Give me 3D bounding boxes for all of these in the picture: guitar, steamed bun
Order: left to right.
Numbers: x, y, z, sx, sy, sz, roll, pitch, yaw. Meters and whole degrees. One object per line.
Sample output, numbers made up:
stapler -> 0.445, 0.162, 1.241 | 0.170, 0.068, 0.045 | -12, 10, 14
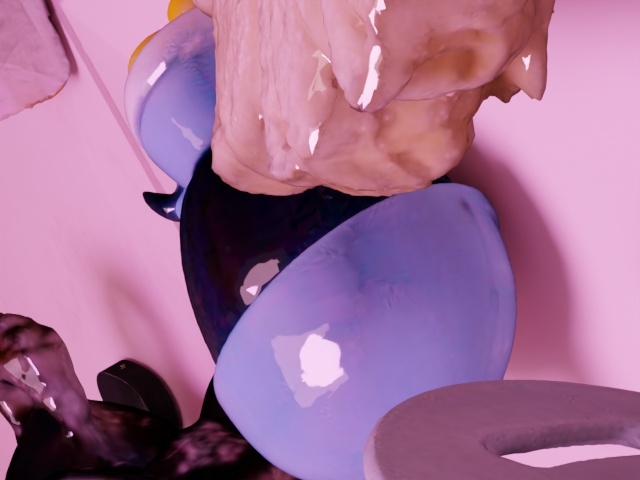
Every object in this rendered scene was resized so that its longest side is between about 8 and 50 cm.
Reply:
guitar -> -0.114, 0.199, 1.553 | 0.088, 0.025, 0.233 | 13, 128, 57
steamed bun -> 0.030, -0.150, 0.750 | 0.292, 0.137, 0.295 | -123, 31, -57

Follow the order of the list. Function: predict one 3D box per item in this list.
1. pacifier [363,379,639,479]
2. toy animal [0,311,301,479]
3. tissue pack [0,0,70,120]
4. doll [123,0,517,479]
pacifier -> 0.163, 0.076, 0.683 | 0.343, 0.288, 0.269 | 25, 112, 46
toy animal -> -0.103, 0.183, 1.320 | 0.344, 0.194, 0.302 | 0, 122, 56
tissue pack -> -0.293, -0.173, 1.381 | 0.225, 0.124, 0.185 | 13, 126, 58
doll -> 0.000, 0.000, 0.997 | 0.177, 0.141, 0.314 | -49, 55, 33
